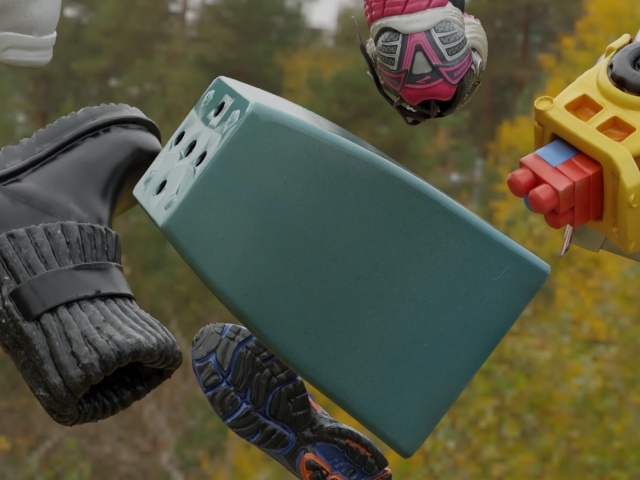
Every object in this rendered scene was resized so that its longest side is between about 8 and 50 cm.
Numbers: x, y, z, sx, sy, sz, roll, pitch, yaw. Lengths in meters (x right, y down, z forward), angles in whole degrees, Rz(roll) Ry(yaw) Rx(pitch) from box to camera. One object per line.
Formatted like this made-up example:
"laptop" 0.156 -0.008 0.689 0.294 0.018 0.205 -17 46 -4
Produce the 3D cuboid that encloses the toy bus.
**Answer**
"toy bus" 0.289 -0.062 1.727 0.211 0.149 0.220 -30 47 -25

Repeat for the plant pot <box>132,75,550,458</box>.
"plant pot" 0.000 0.000 1.297 0.234 0.166 0.165 37 2 -23

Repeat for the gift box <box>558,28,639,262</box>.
"gift box" 0.433 -0.091 2.318 0.258 0.255 0.276 20 -31 2

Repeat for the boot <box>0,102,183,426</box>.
"boot" -0.206 0.023 1.765 0.260 0.131 0.348 43 39 15

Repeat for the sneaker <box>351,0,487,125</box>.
"sneaker" 0.100 -0.163 1.814 0.121 0.112 0.299 -11 -8 11

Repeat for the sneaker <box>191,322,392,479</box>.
"sneaker" -0.037 0.159 1.663 0.221 0.083 0.087 48 -13 -14

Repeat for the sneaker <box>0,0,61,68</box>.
"sneaker" -0.226 -0.159 1.123 0.080 0.094 0.212 25 14 21
